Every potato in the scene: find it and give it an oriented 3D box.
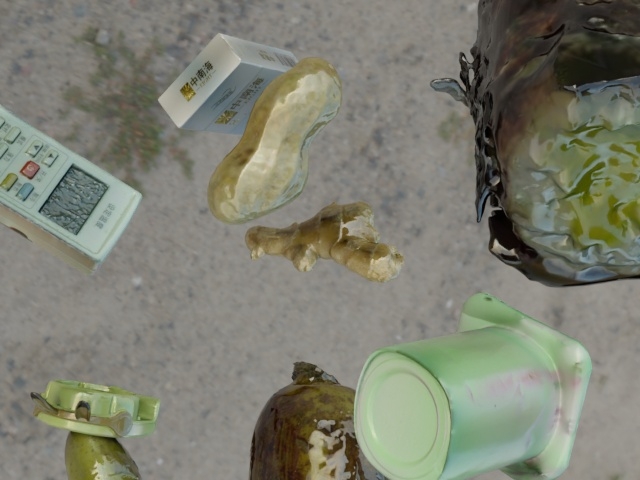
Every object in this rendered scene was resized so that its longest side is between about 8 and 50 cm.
[{"bbox_3d":[-0.324,0.383,1.821,0.113,0.251,0.149,-16,152,-7],"label":"potato"}]

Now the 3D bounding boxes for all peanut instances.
[{"bbox_3d":[-0.059,-0.136,1.689,0.274,0.125,0.111,-59,165,6],"label":"peanut"}]

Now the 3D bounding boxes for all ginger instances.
[{"bbox_3d":[0.000,0.000,1.985,0.081,0.334,0.148,39,58,-51],"label":"ginger"}]

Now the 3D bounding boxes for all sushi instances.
[{"bbox_3d":[0.274,-0.131,1.119,0.281,0.294,0.299,7,136,-10],"label":"sushi"}]

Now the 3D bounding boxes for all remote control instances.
[{"bbox_3d":[-0.406,-0.095,1.528,0.344,0.050,0.145,32,46,-9],"label":"remote control"}]

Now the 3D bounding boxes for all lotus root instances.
[{"bbox_3d":[0.002,0.326,1.432,0.179,0.397,0.196,0,147,-3],"label":"lotus root"}]

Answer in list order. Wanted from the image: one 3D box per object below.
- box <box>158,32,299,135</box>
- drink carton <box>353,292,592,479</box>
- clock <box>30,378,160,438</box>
[{"bbox_3d":[-0.134,-0.245,1.906,0.155,0.067,0.243,-45,163,21],"label":"box"},{"bbox_3d":[0.113,0.136,0.969,0.142,0.146,0.144,-8,115,-41],"label":"drink carton"},{"bbox_3d":[-0.359,0.260,1.841,0.232,0.170,0.069,31,70,-76],"label":"clock"}]
